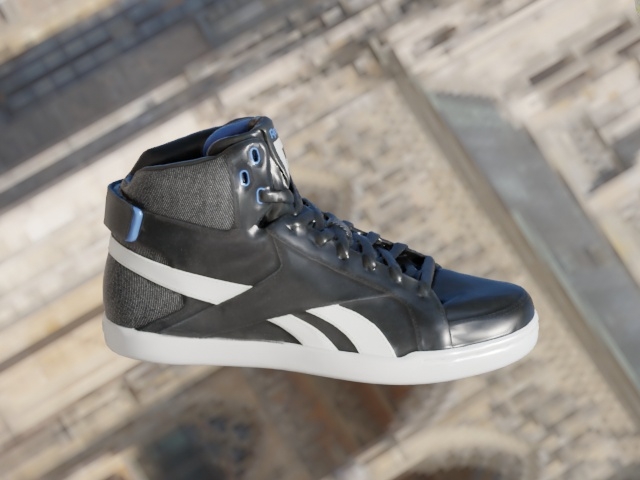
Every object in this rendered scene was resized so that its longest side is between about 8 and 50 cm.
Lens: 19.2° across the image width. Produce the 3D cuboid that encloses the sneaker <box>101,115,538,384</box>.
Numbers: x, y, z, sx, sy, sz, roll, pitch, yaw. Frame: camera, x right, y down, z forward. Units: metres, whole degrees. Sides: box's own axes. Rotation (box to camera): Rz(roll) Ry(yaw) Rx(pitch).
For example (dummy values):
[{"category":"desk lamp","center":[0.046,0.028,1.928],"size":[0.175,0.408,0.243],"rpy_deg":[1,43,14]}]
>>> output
[{"category":"sneaker","center":[0.000,0.000,0.918],"size":[0.079,0.216,0.121],"rpy_deg":[-87,177,-70]}]

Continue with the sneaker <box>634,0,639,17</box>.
[{"category":"sneaker","center":[0.191,-0.122,0.942],"size":[0.208,0.127,0.319],"rpy_deg":[21,-66,53]}]
